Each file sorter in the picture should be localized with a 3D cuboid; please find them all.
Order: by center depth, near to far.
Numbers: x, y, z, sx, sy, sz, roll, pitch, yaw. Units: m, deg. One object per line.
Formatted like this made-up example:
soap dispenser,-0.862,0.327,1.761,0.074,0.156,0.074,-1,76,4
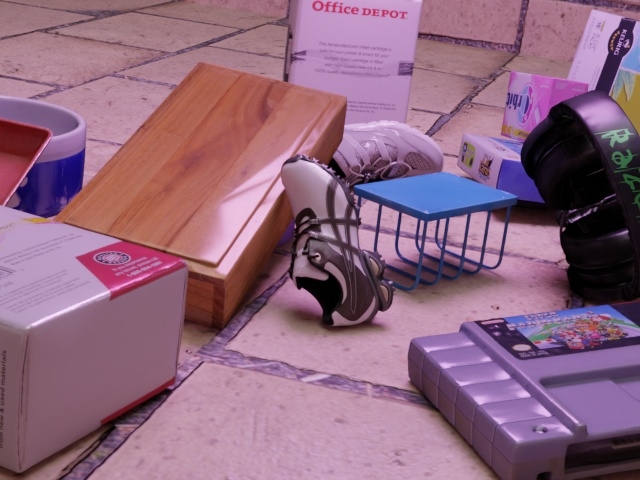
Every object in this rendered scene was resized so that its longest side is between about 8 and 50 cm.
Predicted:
file sorter,0.135,-0.013,1.472,0.170,0.104,0.118,-12,26,-43

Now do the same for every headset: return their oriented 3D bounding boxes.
headset,0.361,-0.055,1.475,0.185,0.243,0.394,-20,-5,-3

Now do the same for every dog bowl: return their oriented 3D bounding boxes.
dog bowl,-0.438,-0.112,1.567,0.265,0.104,0.265,6,18,-2

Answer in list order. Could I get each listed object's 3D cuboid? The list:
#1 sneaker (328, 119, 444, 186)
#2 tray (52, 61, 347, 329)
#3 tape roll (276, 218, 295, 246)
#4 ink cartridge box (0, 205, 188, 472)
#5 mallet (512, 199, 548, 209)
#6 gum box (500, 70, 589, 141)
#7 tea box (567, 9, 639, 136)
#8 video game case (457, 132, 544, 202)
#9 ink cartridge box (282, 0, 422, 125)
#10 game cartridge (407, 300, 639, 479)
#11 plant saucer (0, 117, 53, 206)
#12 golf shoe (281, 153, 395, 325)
sneaker,0.050,-0.115,1.823,0.281,0.105,0.115,7,51,-12
tray,-0.127,-0.071,1.395,0.203,0.076,0.411,15,36,11
tape roll,-0.123,-0.054,1.547,0.189,0.080,0.189,7,18,-2
ink cartridge box,-0.302,0.061,1.045,0.306,0.131,0.226,14,20,25
mallet,0.252,-0.056,1.768,0.190,0.039,0.062,6,16,-15
gum box,0.348,-0.206,1.913,0.062,0.107,0.188,7,10,-13
tea box,0.620,-0.206,1.957,0.329,0.220,0.323,11,12,-32
video game case,0.367,-0.101,1.841,0.269,0.061,0.244,8,13,-9
ink cartridge box,0.043,-0.276,1.971,0.198,0.273,0.115,4,18,-11
game cartridge,0.283,0.128,1.128,0.355,0.068,0.230,-5,25,-19
plant saucer,-0.462,-0.056,1.337,0.259,0.047,0.258,12,44,8
golf shoe,0.000,0.000,1.292,0.094,0.198,0.077,-23,-12,-38
